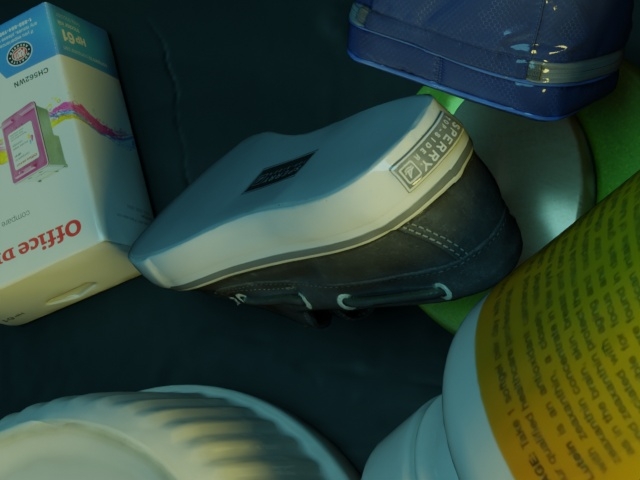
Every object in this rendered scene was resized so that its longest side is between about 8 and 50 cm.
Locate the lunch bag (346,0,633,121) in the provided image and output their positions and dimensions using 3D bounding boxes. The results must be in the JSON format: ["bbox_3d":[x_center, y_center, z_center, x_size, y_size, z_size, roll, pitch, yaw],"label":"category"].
[{"bbox_3d":[0.055,-0.079,0.582,0.098,0.067,0.065,21,115,29],"label":"lunch bag"}]

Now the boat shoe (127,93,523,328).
[{"bbox_3d":[0.000,0.000,0.661,0.080,0.076,0.228,-50,18,-28],"label":"boat shoe"}]

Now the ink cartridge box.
[{"bbox_3d":[-0.133,-0.033,0.778,0.088,0.052,0.122,-24,71,21],"label":"ink cartridge box"}]

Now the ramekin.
[{"bbox_3d":[-0.079,0.156,0.678,0.207,0.109,0.207,-6,76,26],"label":"ramekin"}]

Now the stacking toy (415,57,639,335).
[{"bbox_3d":[0.140,-0.074,0.603,0.309,0.130,0.279,24,91,29],"label":"stacking toy"}]

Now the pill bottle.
[{"bbox_3d":[0.125,0.044,0.531,0.246,0.136,0.136,-42,62,36],"label":"pill bottle"}]
